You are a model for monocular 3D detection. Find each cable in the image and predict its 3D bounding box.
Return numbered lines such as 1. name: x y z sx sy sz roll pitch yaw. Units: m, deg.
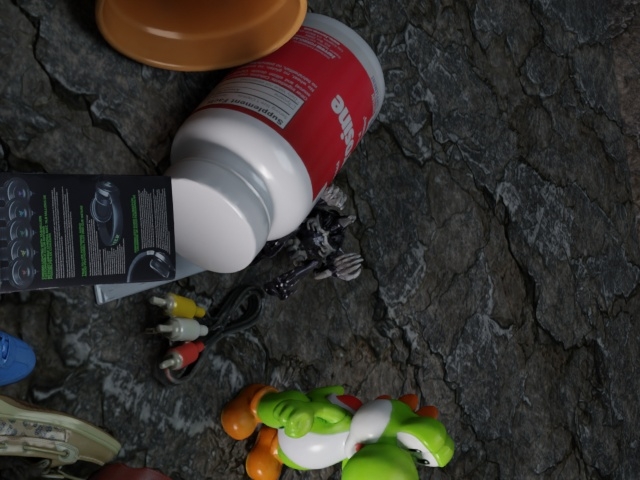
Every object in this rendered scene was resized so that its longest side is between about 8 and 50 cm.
1. cable: -0.160 0.139 1.699 0.287 0.072 0.139 -6 91 -54

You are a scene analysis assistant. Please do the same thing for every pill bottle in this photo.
1. pill bottle: -0.080 -0.148 1.698 0.407 0.229 0.229 -56 130 -39

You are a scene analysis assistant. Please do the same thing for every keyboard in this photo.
1. keyboard: -0.240 0.030 1.655 0.256 0.014 0.072 -18 97 -53

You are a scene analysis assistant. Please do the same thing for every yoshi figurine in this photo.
1. yoshi figurine: 0.017 0.323 1.685 0.204 0.362 0.202 9 81 -54

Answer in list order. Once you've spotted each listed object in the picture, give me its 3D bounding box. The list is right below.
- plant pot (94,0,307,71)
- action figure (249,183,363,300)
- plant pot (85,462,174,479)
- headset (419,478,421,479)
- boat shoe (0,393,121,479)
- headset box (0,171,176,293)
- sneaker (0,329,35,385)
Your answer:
1. plant pot: -0.173 -0.397 1.576 0.291 0.291 0.203 24 52 -50
2. action figure: 0.000 0.000 1.864 0.276 0.141 0.164 -36 105 -54
3. plant pot: -0.273 0.435 1.389 0.265 0.273 0.272 -55 130 -53
4. headset: 0.140 0.631 2.057 0.243 0.185 0.394 31 48 -52
5. boat shoe: -0.377 0.244 1.389 0.285 0.105 0.089 26 71 -39
6. headset box: -0.354 -0.006 1.303 0.283 0.246 0.131 -3 89 -54
7. sneaker: -0.412 0.129 1.348 0.209 0.082 0.069 25 52 -51
